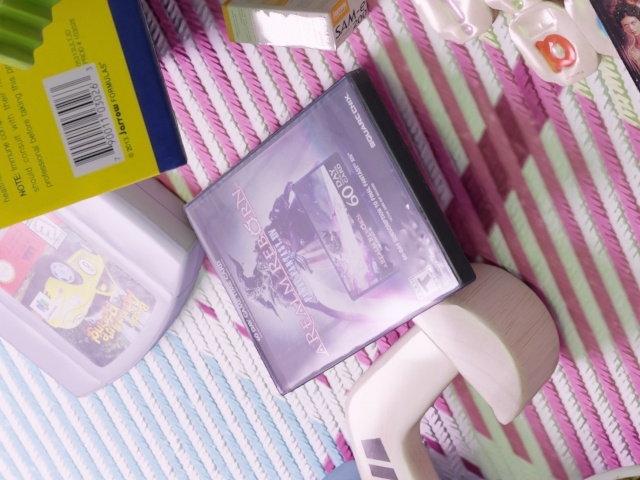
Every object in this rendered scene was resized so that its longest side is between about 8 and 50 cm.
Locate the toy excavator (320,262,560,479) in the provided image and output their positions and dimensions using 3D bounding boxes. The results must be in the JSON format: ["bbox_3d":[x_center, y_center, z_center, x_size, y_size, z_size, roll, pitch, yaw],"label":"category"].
[{"bbox_3d":[0.066,0.263,1.769,0.433,0.222,0.445,-13,108,37],"label":"toy excavator"}]

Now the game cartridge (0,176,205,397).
[{"bbox_3d":[-0.228,0.031,1.859,0.196,0.060,0.294,36,136,-4],"label":"game cartridge"}]

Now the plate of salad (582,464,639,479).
[{"bbox_3d":[0.266,0.273,1.683,0.199,0.048,0.200,-7,128,-8],"label":"plate of salad"}]

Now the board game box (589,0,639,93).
[{"bbox_3d":[0.325,-0.158,1.339,0.243,0.042,0.165,-17,118,34],"label":"board game box"}]

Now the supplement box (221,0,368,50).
[{"bbox_3d":[-0.020,-0.183,1.544,0.098,0.062,0.036,8,128,28],"label":"supplement box"}]

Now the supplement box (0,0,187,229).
[{"bbox_3d":[-0.316,-0.122,1.552,0.356,0.194,0.195,-20,123,-8],"label":"supplement box"}]

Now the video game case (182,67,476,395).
[{"bbox_3d":[0.000,0.000,1.647,0.274,0.026,0.196,-35,80,48],"label":"video game case"}]

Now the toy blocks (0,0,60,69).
[{"bbox_3d":[-0.177,-0.350,1.356,0.261,0.381,0.190,-25,153,35],"label":"toy blocks"}]

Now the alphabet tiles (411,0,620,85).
[{"bbox_3d":[0.156,-0.250,1.408,0.284,0.021,0.278,-26,108,42],"label":"alphabet tiles"}]
